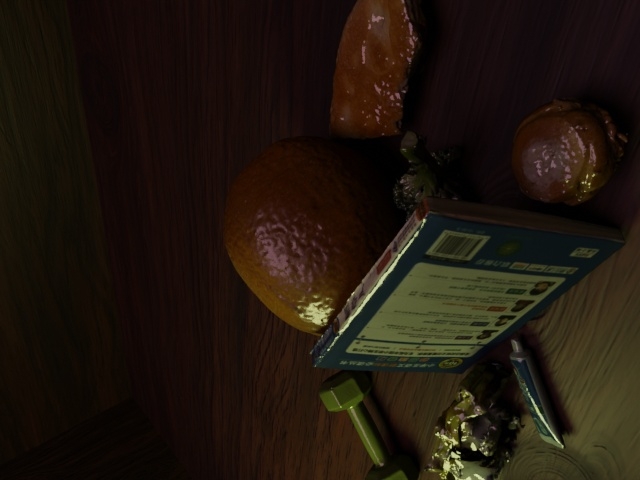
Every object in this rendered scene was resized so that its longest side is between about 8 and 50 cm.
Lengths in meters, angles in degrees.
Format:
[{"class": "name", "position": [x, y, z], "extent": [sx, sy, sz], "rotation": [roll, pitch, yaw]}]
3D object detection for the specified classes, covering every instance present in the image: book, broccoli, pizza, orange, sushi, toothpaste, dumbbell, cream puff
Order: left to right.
[{"class": "orange", "position": [0.000, 0.000, 1.007], "extent": [0.357, 0.322, 0.322], "rotation": [56, 144, 13]}, {"class": "dumbbell", "position": [0.110, 0.439, 1.295], "extent": [0.108, 0.121, 0.302], "rotation": [-31, 83, 26]}, {"class": "pizza", "position": [0.096, -0.284, 0.923], "extent": [0.182, 0.074, 0.365], "rotation": [47, 140, 28]}, {"class": "broccoli", "position": [0.157, -0.102, 0.854], "extent": [0.204, 0.122, 0.118], "rotation": [47, -150, -59]}, {"class": "book", "position": [0.191, 0.098, 0.851], "extent": [0.428, 0.300, 0.039], "rotation": [120, 150, -48]}, {"class": "sushi", "position": [0.273, 0.360, 1.017], "extent": [0.131, 0.139, 0.291], "rotation": [27, 129, 32]}, {"class": "toothpaste", "position": [0.352, 0.250, 0.936], "extent": [0.197, 0.035, 0.057], "rotation": [69, 161, -6]}, {"class": "cream puff", "position": [0.312, -0.111, 0.717], "extent": [0.126, 0.103, 0.144], "rotation": [55, 144, 24]}]
